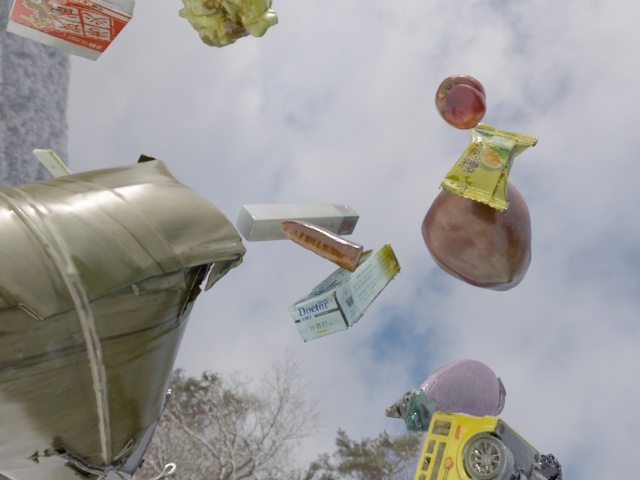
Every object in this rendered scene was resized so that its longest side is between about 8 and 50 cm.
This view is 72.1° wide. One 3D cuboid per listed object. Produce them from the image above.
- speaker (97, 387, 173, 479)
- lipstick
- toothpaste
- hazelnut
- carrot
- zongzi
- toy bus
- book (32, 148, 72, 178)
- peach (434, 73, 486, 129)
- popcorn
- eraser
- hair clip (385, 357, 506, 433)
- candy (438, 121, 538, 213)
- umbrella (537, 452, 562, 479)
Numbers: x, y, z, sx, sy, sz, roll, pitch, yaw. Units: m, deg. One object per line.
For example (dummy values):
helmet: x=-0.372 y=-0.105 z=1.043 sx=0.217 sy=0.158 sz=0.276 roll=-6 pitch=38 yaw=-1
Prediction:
speaker: x=-0.544 y=0.517 z=1.168 sx=0.232 sy=0.184 sz=0.253 roll=-53 pitch=-165 yaw=33
lipstick: x=-0.053 y=-0.054 z=1.240 sx=0.080 sy=0.372 sz=0.076 roll=47 pitch=-53 yaw=36
toothpaste: x=0.058 y=0.081 z=0.776 sx=0.089 sy=0.313 sz=0.070 roll=-22 pitch=-86 yaw=27
hazelnut: x=0.488 y=-0.019 z=1.351 sx=0.366 sy=0.366 sz=0.365 roll=15 pitch=-70 yaw=48
carrot: x=0.000 y=0.000 z=0.685 sx=0.139 sy=0.048 sz=0.048 roll=26 pitch=-59 yaw=17
zongzi: x=-0.292 y=0.148 z=0.370 sx=0.182 sy=0.418 sz=0.446 roll=32 pitch=-68 yaw=25
toy bus: x=0.177 y=0.400 z=0.556 sx=0.144 sy=0.330 sz=0.152 roll=43 pitch=-32 yaw=-26
book: x=-0.603 y=-0.163 z=1.013 sx=0.077 sy=0.014 sz=0.110 roll=8 pitch=-41 yaw=34
peach: x=0.272 y=-0.264 z=0.846 sx=0.101 sy=0.101 sz=0.100 roll=15 pitch=-70 yaw=48
popcorn: x=-0.221 y=-0.560 z=1.033 sx=0.235 sy=0.181 sz=0.216 roll=-30 pitch=-66 yaw=21
eraser: x=-0.449 y=-0.399 z=0.781 sx=0.230 sy=0.157 sz=0.038 roll=-2 pitch=-97 yaw=49
hair clip: x=0.282 y=0.321 z=0.922 sx=0.110 sy=0.359 sz=0.095 roll=55 pitch=-48 yaw=40
candy: x=0.458 y=-0.212 z=1.184 sx=0.187 sy=0.297 sz=0.081 roll=23 pitch=-31 yaw=17
umbrella: x=0.462 y=0.590 z=1.054 sx=0.248 sy=0.071 sz=0.070 roll=-40 pitch=-114 yaw=22
